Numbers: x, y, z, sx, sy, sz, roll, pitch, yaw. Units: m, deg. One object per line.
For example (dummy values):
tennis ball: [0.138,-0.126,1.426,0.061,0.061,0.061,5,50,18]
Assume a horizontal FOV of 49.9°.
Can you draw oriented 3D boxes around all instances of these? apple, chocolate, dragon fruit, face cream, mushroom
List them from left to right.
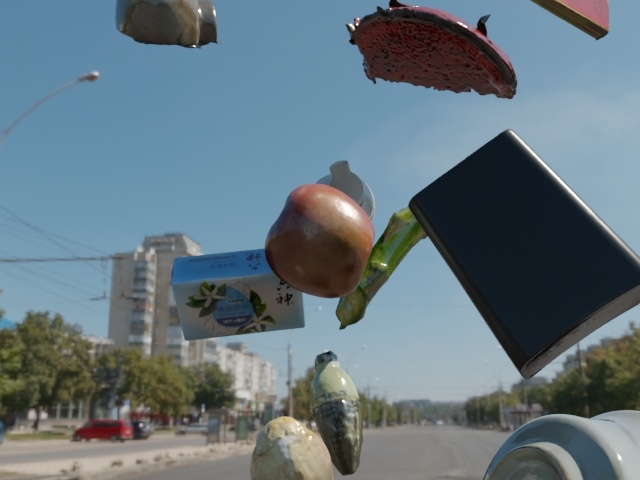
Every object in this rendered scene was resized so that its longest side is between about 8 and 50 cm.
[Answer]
mushroom: [-0.218,-0.332,0.962,0.141,0.117,0.188,-7,31,-11]
chocolate: [-0.031,0.415,1.113,0.134,0.134,0.309,-5,-59,15]
apple: [0.000,0.000,1.137,0.168,0.181,0.181,21,-14,3]
face cream: [0.039,-0.064,1.421,0.145,0.146,0.370,-1,-9,-1]
dragon fruit: [0.219,-0.389,1.339,0.343,0.100,0.282,17,-9,23]

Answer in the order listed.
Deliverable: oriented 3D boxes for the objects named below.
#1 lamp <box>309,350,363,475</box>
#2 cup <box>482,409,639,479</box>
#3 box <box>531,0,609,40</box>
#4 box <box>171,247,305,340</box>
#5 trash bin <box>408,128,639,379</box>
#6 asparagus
lamp: [0.032,0.335,1.350,0.101,0.250,0.101,-11,-29,-6]
cup: [0.310,0.358,0.855,0.163,0.347,0.347,24,-22,-18]
box: [0.320,-0.325,0.886,0.133,0.090,0.023,18,-22,-27]
box: [-0.148,0.097,1.273,0.232,0.083,0.143,-5,-54,-2]
trash bin: [0.224,0.010,0.765,0.165,0.226,0.115,-36,-25,8]
asparagus: [0.130,0.041,1.421,0.082,0.343,0.085,30,-30,22]
